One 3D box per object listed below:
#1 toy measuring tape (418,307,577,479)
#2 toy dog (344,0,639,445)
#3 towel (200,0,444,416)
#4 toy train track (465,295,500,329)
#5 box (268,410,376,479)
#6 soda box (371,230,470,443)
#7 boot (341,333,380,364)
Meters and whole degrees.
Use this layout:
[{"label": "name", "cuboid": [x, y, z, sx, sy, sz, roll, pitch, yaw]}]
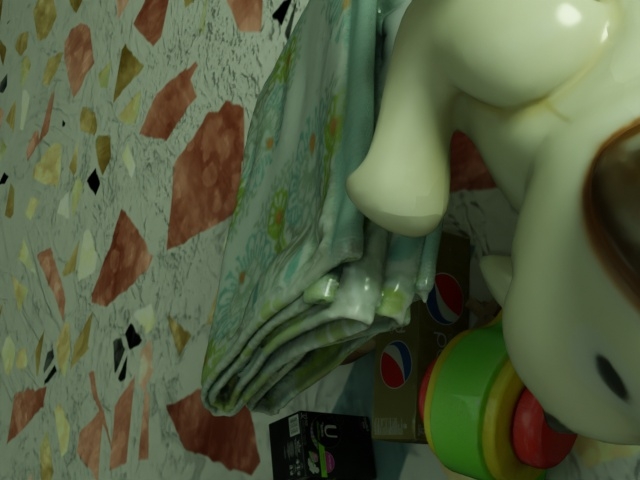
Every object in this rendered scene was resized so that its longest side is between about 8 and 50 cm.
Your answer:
[{"label": "toy measuring tape", "cuboid": [0.143, 0.062, 0.772, 0.121, 0.121, 0.330, 10, 89, 55]}, {"label": "toy dog", "cuboid": [0.211, -0.067, 0.539, 0.395, 0.284, 0.408, -14, 48, 31]}, {"label": "towel", "cuboid": [0.000, -0.064, 0.823, 0.320, 0.090, 0.375, 135, 148, -58]}, {"label": "toy train track", "cuboid": [0.151, 0.074, 0.854, 0.048, 0.014, 0.083, -58, 45, 15]}, {"label": "box", "cuboid": [0.002, 0.196, 0.962, 0.052, 0.083, 0.062, -31, 56, 44]}, {"label": "soda box", "cuboid": [0.088, 0.083, 0.895, 0.058, 0.061, 0.181, -12, 71, 52]}, {"label": "boot", "cuboid": [0.000, 0.000, 1.016, 0.207, 0.090, 0.248, -16, 66, 54]}]
